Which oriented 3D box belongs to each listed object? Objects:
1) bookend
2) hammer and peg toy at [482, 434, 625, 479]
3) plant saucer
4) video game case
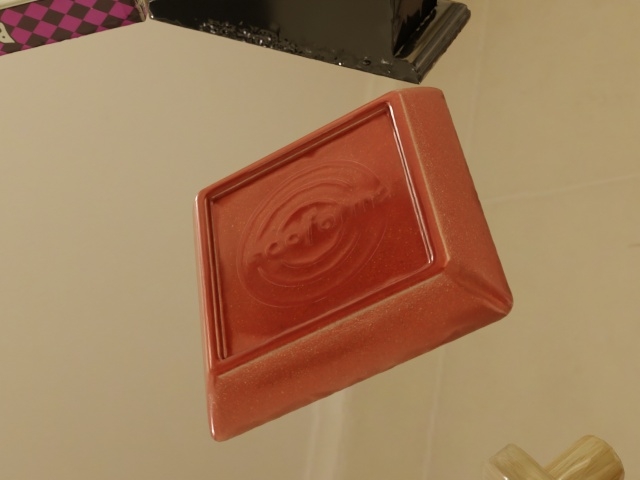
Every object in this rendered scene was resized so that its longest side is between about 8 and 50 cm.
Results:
[{"bbox_3d":[-0.009,-0.174,0.504,0.072,0.156,0.157,-53,-29,-41],"label":"bookend"},{"bbox_3d":[0.222,0.308,0.611,0.127,0.361,0.266,-31,-41,-20],"label":"hammer and peg toy"},{"bbox_3d":[0.000,0.000,0.850,0.048,0.258,0.259,49,-158,-42],"label":"plant saucer"},{"bbox_3d":[-0.226,-0.202,0.782,0.210,0.232,0.042,-89,-17,-49],"label":"video game case"}]
